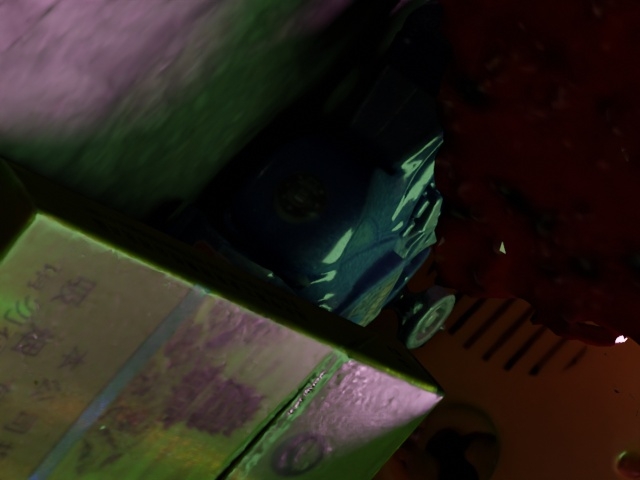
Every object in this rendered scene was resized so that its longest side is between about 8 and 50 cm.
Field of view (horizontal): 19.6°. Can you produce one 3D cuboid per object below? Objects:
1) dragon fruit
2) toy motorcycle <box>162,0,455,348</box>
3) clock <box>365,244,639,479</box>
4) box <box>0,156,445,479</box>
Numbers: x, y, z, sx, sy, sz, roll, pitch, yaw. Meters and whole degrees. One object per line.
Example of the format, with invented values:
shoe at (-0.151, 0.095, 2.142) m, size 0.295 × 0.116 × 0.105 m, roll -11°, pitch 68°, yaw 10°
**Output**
dragon fruit at (0.177, -0.025, 0.564) m, size 0.240 × 0.330 × 0.302 m, roll -55°, pitch 165°, yaw 27°
toy motorcycle at (0.000, 0.000, 0.651) m, size 0.205 × 0.076 × 0.114 m, roll -44°, pitch 158°, yaw -14°
clock at (0.028, 0.133, 0.745) m, size 0.317 × 0.244 × 0.200 m, roll -49°, pitch 152°, yaw -4°
box at (-0.059, 0.059, 0.559) m, size 0.121 × 0.030 × 0.193 m, roll -50°, pitch 139°, yaw 12°
